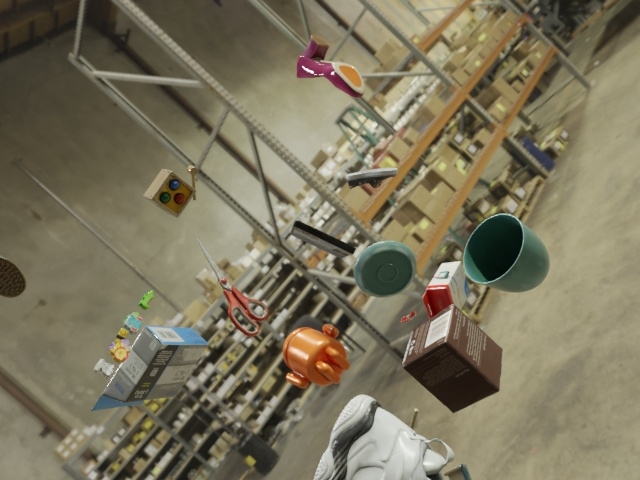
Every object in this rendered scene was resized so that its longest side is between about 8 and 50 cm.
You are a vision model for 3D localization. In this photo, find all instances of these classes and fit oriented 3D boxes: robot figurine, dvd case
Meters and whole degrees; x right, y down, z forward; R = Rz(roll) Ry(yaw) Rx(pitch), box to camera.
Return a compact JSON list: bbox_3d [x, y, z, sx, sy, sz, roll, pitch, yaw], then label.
[{"bbox_3d":[-0.015,0.302,1.418,0.219,0.128,0.158,12,97,55],"label":"robot figurine"},{"bbox_3d":[0.000,0.000,1.547,0.022,0.180,0.253,-65,3,-6],"label":"dvd case"}]

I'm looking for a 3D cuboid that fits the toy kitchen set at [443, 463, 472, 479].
[{"bbox_3d":[0.467,0.745,1.568,0.122,0.166,0.207,-26,-34,16],"label":"toy kitchen set"}]

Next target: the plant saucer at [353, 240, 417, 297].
[{"bbox_3d":[0.322,0.152,2.619,0.317,0.317,0.044,-46,22,15],"label":"plant saucer"}]

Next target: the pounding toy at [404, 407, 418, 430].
[{"bbox_3d":[0.255,0.730,1.993,0.237,0.110,0.183,-28,-55,-40],"label":"pounding toy"}]

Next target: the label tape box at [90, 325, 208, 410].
[{"bbox_3d":[-0.552,0.446,1.762,0.334,0.106,0.240,-57,-26,5],"label":"label tape box"}]

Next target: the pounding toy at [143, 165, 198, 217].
[{"bbox_3d":[-0.517,-0.192,2.005,0.094,0.181,0.206,18,72,48],"label":"pounding toy"}]

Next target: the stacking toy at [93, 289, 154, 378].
[{"bbox_3d":[-0.526,0.258,1.466,0.167,0.052,0.221,-40,22,43],"label":"stacking toy"}]

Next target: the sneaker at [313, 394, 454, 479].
[{"bbox_3d":[0.087,0.474,0.921,0.137,0.210,0.366,30,-101,-59],"label":"sneaker"}]

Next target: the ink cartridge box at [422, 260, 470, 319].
[{"bbox_3d":[0.442,0.188,1.877,0.078,0.134,0.231,-8,24,35],"label":"ink cartridge box"}]

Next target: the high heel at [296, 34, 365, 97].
[{"bbox_3d":[0.018,-0.391,1.313,0.082,0.244,0.117,-11,-38,-41],"label":"high heel"}]

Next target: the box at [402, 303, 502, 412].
[{"bbox_3d":[0.364,0.322,1.470,0.167,0.203,0.168,-42,8,35],"label":"box"}]

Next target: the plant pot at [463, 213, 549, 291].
[{"bbox_3d":[0.756,0.074,2.122,0.293,0.235,0.293,-42,34,38],"label":"plant pot"}]

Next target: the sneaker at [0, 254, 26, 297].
[{"bbox_3d":[-0.662,0.035,1.049,0.064,0.086,0.192,-47,-33,-17],"label":"sneaker"}]

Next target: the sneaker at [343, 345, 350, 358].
[{"bbox_3d":[0.028,0.479,2.114,0.228,0.087,0.092,-15,8,-31],"label":"sneaker"}]

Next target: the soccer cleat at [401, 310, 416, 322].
[{"bbox_3d":[0.420,0.368,2.546,0.083,0.035,0.029,-34,46,-6],"label":"soccer cleat"}]

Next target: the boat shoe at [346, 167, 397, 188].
[{"bbox_3d":[0.217,-0.255,2.248,0.228,0.076,0.080,-6,15,22],"label":"boat shoe"}]

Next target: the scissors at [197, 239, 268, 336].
[{"bbox_3d":[-0.258,0.129,1.446,0.109,0.297,0.021,-46,4,-39],"label":"scissors"}]
